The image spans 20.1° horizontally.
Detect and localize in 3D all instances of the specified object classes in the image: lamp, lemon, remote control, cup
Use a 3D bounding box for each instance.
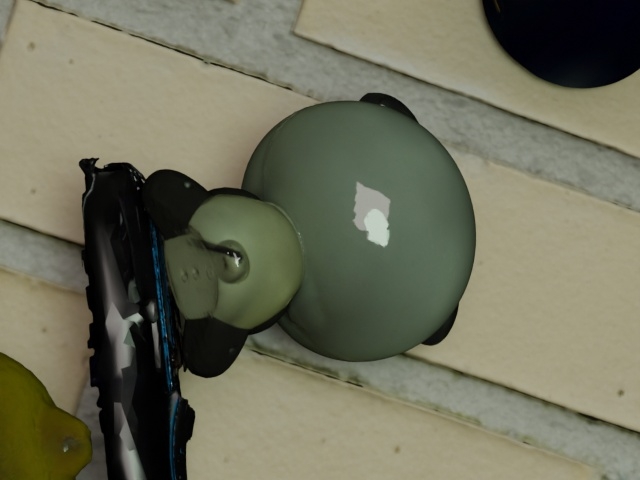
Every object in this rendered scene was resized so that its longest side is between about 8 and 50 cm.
[{"bbox_3d":[0.000,0.000,1.324,0.243,0.197,0.198,-15,81,-33],"label":"lamp"},{"bbox_3d":[-0.278,0.170,1.257,0.248,0.184,0.184,-18,83,-3],"label":"lemon"},{"bbox_3d":[-0.123,0.142,1.309,0.062,0.144,0.399,-8,78,2],"label":"remote control"},{"bbox_3d":[0.258,-0.253,1.388,0.255,0.256,0.178,-42,89,-14],"label":"cup"}]
